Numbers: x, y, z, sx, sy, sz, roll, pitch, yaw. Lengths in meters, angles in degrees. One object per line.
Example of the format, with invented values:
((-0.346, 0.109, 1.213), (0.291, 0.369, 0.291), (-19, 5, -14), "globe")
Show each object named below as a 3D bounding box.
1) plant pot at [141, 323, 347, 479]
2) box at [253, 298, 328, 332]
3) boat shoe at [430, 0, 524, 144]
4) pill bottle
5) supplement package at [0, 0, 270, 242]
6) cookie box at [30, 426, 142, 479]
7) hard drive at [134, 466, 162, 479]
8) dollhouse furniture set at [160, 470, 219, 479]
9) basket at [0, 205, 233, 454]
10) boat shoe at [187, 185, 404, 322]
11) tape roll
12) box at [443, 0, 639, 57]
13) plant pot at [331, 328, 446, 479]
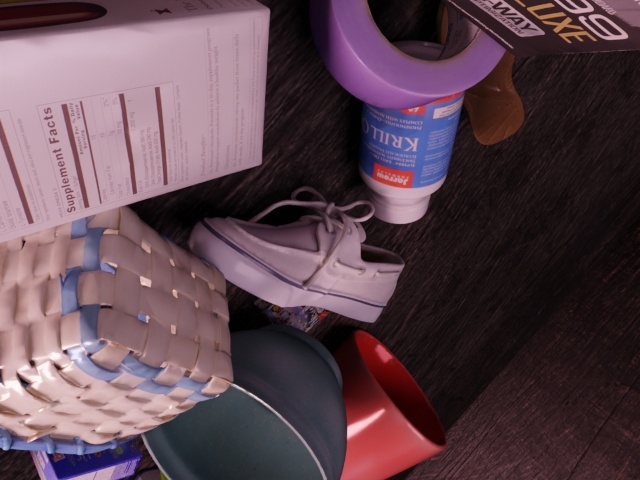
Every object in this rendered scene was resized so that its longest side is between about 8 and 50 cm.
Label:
((-0.082, 0.244, 0.737), (0.196, 0.293, 0.293), (-47, 158, -54), "plant pot")
((-0.044, 0.110, 0.829), (0.094, 0.027, 0.137), (-40, 145, -12), "box")
((0.215, -0.249, 0.717), (0.104, 0.089, 0.285), (-23, 144, 11), "boat shoe")
((0.113, -0.132, 0.672), (0.124, 0.124, 0.221), (-28, 140, -26), "pill bottle")
((-0.177, -0.111, 0.369), (0.244, 0.139, 0.134), (-23, 140, -32), "supplement package")
((-0.301, 0.269, 0.654), (0.107, 0.092, 0.040), (5, 117, -48), "cookie box")
((-0.315, 0.537, 0.948), (0.210, 0.040, 0.319), (16, 111, -53), "hard drive")
((-0.206, 0.508, 0.866), (0.197, 0.151, 0.301), (-32, 142, -22), "dollhouse furniture set")
((-0.243, 0.091, 0.472), (0.289, 0.201, 0.255), (-21, 149, 11), "basket")
((0.006, 0.005, 0.672), (0.367, 0.136, 0.156), (23, 103, -46), "boat shoe")
((0.089, -0.229, 0.499), (0.189, 0.080, 0.189), (-2, 96, -15), "tape roll")
((0.095, -0.235, 0.328), (0.307, 0.242, 0.076), (28, 103, -16), "box")
((0.067, 0.357, 1.007), (0.243, 0.275, 0.275), (-41, 146, 9), "plant pot")
